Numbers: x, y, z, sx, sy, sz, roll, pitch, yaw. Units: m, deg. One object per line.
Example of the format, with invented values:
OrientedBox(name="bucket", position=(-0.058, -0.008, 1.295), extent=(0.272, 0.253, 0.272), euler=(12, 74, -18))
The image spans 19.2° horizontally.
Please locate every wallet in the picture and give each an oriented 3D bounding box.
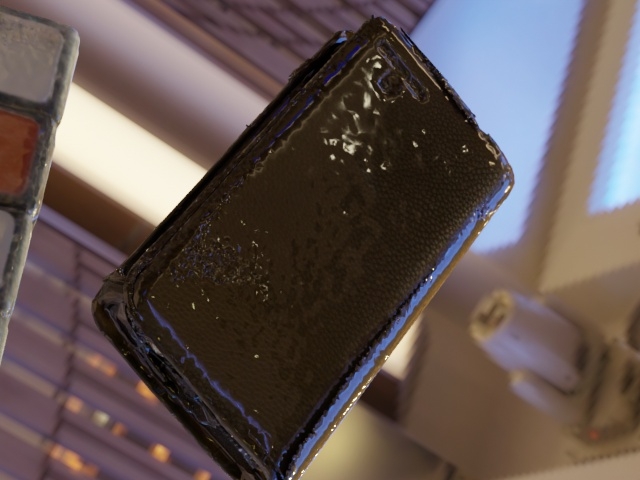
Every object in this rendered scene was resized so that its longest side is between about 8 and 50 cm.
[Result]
OrientedBox(name="wallet", position=(0.000, 0.000, 0.776), extent=(0.031, 0.110, 0.198), euler=(-24, -159, 52))

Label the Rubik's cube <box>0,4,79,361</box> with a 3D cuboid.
OrientedBox(name="Rubik's cube", position=(-0.301, 0.006, 1.084), extent=(0.259, 0.253, 0.256), euler=(123, -21, -61))
